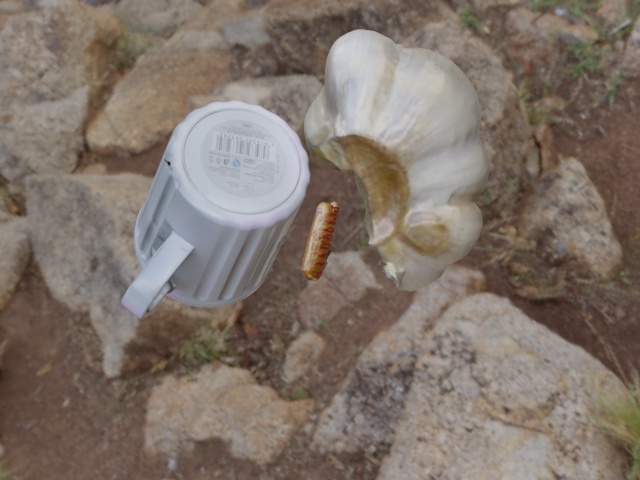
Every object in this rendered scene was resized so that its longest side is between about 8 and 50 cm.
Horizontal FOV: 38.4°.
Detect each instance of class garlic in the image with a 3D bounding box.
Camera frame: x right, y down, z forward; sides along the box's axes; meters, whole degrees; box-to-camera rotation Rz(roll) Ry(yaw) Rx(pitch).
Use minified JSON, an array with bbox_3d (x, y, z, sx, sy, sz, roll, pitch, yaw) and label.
[{"bbox_3d":[0.096,-0.102,1.008,0.184,0.281,0.203,-31,13,11],"label":"garlic"}]

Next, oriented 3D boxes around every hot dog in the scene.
[{"bbox_3d":[0.002,0.000,1.580,0.038,0.062,0.144,12,78,16],"label":"hot dog"}]

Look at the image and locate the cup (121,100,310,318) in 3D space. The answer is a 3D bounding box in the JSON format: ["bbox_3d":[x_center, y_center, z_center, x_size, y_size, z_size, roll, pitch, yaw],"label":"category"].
[{"bbox_3d":[-0.109,-0.016,0.984,0.202,0.166,0.221,125,154,-59],"label":"cup"}]
